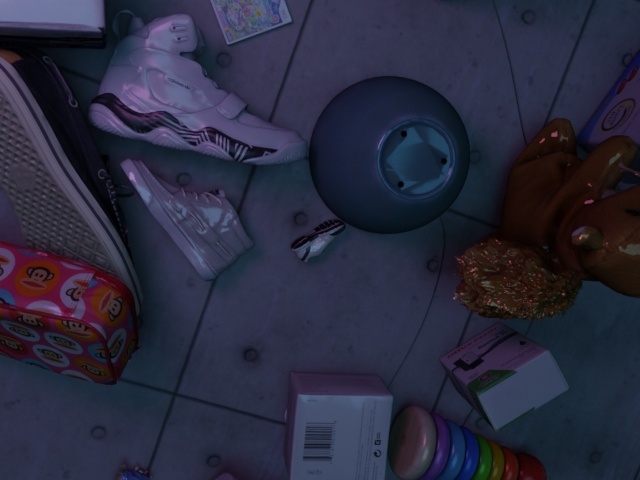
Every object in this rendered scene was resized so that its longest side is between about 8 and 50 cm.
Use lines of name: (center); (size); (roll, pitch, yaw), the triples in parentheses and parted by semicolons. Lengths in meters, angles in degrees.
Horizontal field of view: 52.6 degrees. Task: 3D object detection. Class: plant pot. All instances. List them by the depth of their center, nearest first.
plant pot: (0.136, -0.142, 1.116); (0.290, 0.195, 0.290); (-1, 99, -8)

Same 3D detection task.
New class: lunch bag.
lunch bag: (-0.444, 0.132, 1.044); (0.293, 0.120, 0.258); (17, 141, 4)

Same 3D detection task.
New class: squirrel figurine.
squirrel figurine: (0.422, 0.019, 1.079); (0.397, 0.370, 0.281); (-43, 104, 14)

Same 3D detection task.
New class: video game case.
video game case: (-0.121, -0.402, 1.126); (0.122, 0.011, 0.087); (-22, 102, -5)

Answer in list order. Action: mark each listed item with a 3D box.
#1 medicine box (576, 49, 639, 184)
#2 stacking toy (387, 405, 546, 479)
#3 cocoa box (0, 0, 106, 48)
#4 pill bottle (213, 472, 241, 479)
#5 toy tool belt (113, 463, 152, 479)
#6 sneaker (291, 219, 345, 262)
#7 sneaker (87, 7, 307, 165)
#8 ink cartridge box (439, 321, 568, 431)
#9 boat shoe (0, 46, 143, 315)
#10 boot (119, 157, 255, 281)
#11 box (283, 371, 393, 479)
medicine box: (0.646, -0.236, 1.134); (0.149, 0.289, 0.263); (34, 92, -13)
stacking toy: (0.305, 0.431, 1.279); (0.330, 0.141, 0.141); (20, 96, -18)
cocoa box: (-0.437, -0.469, 0.942); (0.232, 0.228, 0.346); (-3, 100, -18)
pill bottle: (-0.074, 0.600, 1.198); (0.361, 0.204, 0.204); (38, 92, -13)
toy tool belt: (-0.341, 0.449, 1.208); (0.083, 0.052, 0.051); (24, 103, -13)
sneaker: (0.000, 0.000, 1.202); (0.109, 0.040, 0.043); (-30, 119, 0)
sneaker: (-0.186, -0.250, 1.074); (0.366, 0.137, 0.210); (11, 100, -7)
ink cartridge box: (0.332, 0.245, 1.205); (0.153, 0.208, 0.086); (-31, 99, -4)
boat shoe: (-0.404, -0.076, 1.048); (0.187, 0.156, 0.500); (-6, 120, 23)
boot: (-0.226, -0.060, 1.133); (0.123, 0.095, 0.258); (-38, 111, -8)
box: (0.030, 0.352, 1.217); (0.182, 0.119, 0.180); (3, 98, -10)
